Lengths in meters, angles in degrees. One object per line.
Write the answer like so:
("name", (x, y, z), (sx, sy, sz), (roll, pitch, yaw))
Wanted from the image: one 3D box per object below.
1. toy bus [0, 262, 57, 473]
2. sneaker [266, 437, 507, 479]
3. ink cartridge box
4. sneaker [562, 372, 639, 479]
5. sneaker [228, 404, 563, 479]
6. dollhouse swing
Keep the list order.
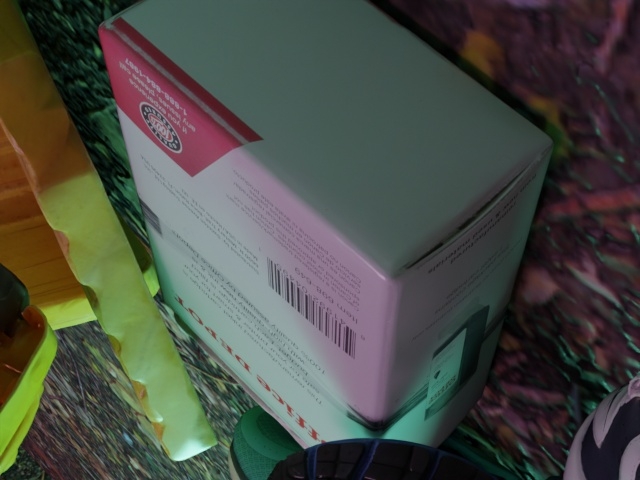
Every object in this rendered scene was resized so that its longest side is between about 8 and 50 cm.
("toy bus", (-0.236, 0.076, 0.614), (0.220, 0.149, 0.211), (25, 160, 14))
("sneaker", (0.079, 0.140, 0.501), (0.221, 0.083, 0.087), (20, 171, -7))
("ink cartridge box", (0.000, 0.000, 0.512), (0.158, 0.092, 0.218), (42, 155, 22))
("sneaker", (0.174, 0.119, 0.357), (0.235, 0.094, 0.153), (51, 169, 27))
("sneaker", (0.047, 0.135, 0.665), (0.275, 0.107, 0.110), (15, 120, 48))
("dollhouse swing", (-0.252, -0.020, 0.681), (0.347, 0.315, 0.305), (75, -179, -46))
